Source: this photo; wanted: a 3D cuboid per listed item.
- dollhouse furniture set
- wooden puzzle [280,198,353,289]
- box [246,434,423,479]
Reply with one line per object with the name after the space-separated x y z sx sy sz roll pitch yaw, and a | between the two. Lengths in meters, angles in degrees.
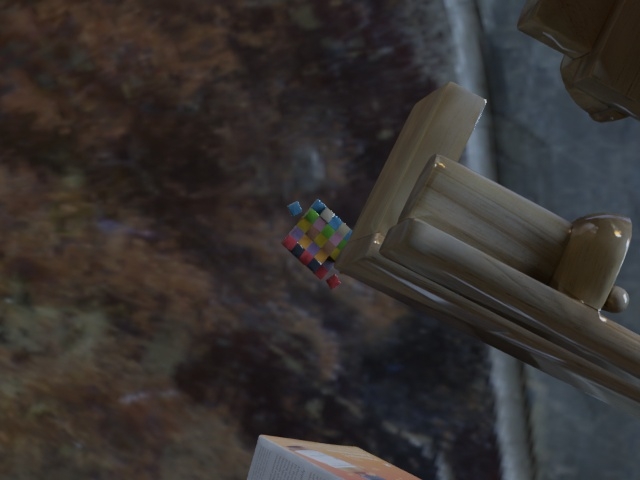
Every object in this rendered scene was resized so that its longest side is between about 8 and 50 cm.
0.102 -0.034 0.470 0.123 0.144 0.151 27 84 -6 | dollhouse furniture set
0.000 0.000 1.419 0.083 0.006 0.049 42 82 -20 | wooden puzzle
0.027 0.255 1.574 0.130 0.170 0.091 14 94 -40 | box
